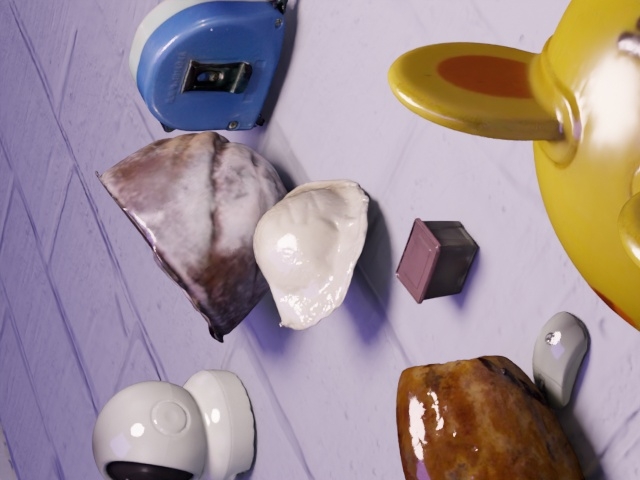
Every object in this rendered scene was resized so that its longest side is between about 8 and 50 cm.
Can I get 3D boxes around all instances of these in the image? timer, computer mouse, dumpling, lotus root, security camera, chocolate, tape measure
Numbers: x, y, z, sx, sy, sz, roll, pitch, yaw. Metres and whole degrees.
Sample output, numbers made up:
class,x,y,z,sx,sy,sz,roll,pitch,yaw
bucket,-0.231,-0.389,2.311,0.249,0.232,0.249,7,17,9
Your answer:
class,x,y,z,sx,sy,sz,roll,pitch,yaw
timer,0.278,-0.072,0.803,0.376,0.386,0.376,22,116,57
computer mouse,0.237,0.126,1.259,0.056,0.032,0.110,43,130,51
dumpling,0.000,-0.003,1.575,0.166,0.216,0.126,-27,108,28
lotus root,0.182,0.259,1.254,0.193,0.193,0.291,-40,61,55
security camera,-0.241,0.303,1.928,0.194,0.236,0.195,6,96,59
chocolate,-0.151,-0.035,1.743,0.303,0.213,0.303,52,174,8
tape measure,-0.130,-0.295,1.663,0.098,0.215,0.351,58,140,38

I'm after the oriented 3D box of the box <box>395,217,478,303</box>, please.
class,x,y,z,sx,sy,sz,roll,pitch,yaw
box,0.133,0.021,1.397,0.060,0.063,0.085,56,140,44
